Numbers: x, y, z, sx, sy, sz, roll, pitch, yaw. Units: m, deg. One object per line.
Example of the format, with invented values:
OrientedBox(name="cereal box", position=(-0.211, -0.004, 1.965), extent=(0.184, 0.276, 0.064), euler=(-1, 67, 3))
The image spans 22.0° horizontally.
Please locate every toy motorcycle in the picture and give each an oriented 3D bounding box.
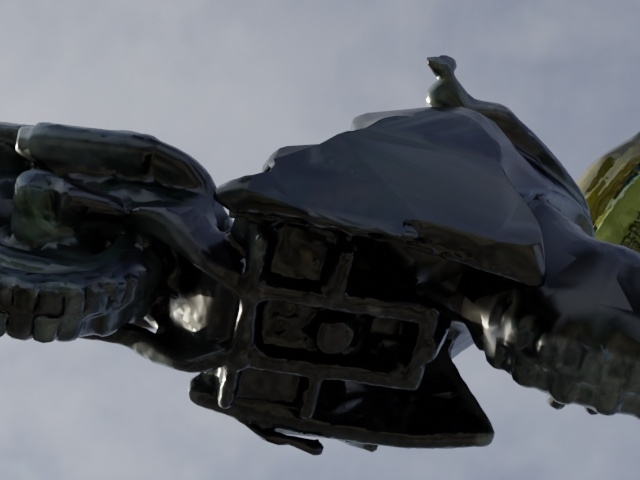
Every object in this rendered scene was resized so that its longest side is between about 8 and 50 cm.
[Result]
OrientedBox(name="toy motorcycle", position=(0.000, 0.000, 0.567), extent=(0.270, 0.159, 0.106), euler=(10, -63, -8))

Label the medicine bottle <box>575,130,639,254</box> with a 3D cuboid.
OrientedBox(name="medicine bottle", position=(0.241, 0.032, 0.931), extent=(0.239, 0.124, 0.124), euler=(34, -61, 27))
